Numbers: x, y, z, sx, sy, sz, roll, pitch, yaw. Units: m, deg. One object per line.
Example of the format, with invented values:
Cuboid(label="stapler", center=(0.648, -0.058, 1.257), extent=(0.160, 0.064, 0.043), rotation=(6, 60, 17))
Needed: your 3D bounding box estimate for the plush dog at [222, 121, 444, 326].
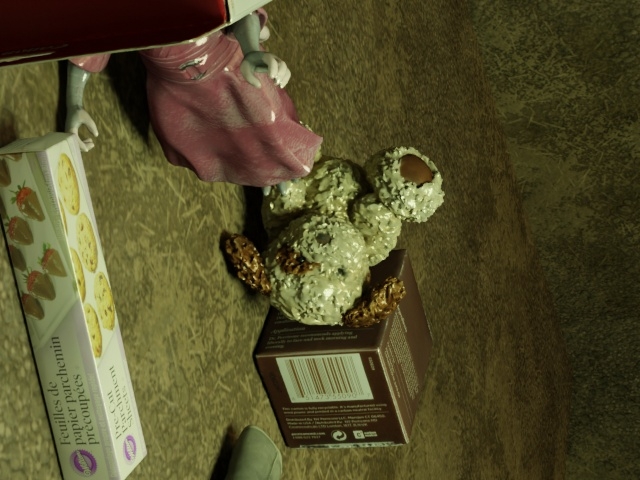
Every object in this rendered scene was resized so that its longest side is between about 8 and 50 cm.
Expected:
Cuboid(label="plush dog", center=(0.000, 0.000, 1.872), extent=(0.210, 0.262, 0.225), rotation=(105, 1, -60))

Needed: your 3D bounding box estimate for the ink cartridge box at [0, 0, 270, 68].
Cuboid(label="ink cartridge box", center=(-0.196, -0.221, 1.173), extent=(0.272, 0.309, 0.130), rotation=(-50, 132, -64))

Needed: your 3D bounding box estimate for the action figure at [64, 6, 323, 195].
Cuboid(label="action figure", center=(-0.118, -0.205, 1.493), extent=(0.370, 0.248, 0.276), rotation=(62, 29, -54))

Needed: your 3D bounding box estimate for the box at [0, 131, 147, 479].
Cuboid(label="box", center=(-0.229, 0.064, 1.387), extent=(0.067, 0.063, 0.324), rotation=(-43, 126, -64))

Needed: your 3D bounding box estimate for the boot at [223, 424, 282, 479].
Cuboid(label="boot", center=(-0.096, 0.285, 1.698), extent=(0.208, 0.076, 0.190), rotation=(-62, 157, -46))

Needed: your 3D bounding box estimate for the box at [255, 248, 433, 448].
Cuboid(label="box", center=(0.036, 0.140, 1.964), extent=(0.203, 0.168, 0.167), rotation=(-70, 149, -49))
